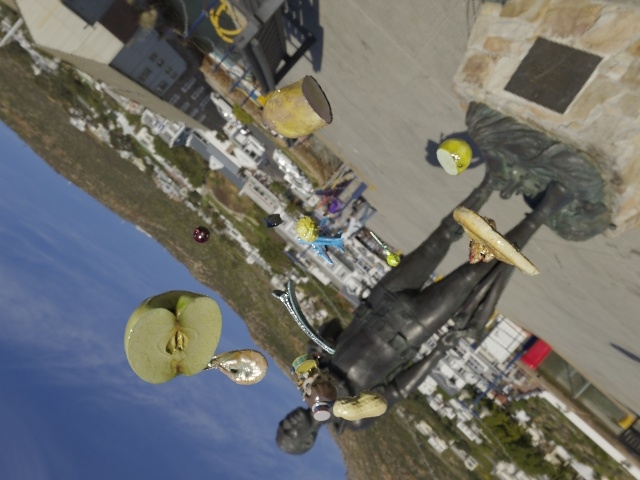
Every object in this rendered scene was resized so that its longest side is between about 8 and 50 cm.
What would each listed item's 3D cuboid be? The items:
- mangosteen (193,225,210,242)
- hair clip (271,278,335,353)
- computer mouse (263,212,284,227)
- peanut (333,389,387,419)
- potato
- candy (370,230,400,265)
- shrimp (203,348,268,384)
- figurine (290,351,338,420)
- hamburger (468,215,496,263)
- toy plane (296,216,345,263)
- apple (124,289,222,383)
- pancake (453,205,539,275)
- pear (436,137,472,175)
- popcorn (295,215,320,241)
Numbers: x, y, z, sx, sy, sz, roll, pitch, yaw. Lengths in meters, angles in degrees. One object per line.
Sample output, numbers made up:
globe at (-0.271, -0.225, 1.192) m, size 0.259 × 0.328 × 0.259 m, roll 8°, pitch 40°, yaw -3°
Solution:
mangosteen at (-0.530, -0.027, 2.086) m, size 0.081 × 0.081 × 0.081 m, roll 42°, pitch -177°, yaw -3°
hair clip at (-0.047, 0.255, 1.489) m, size 0.275 × 0.083 × 0.048 m, roll 55°, pitch -160°, yaw -4°
computer mouse at (-0.249, -0.112, 2.417) m, size 0.172 × 0.099 × 0.057 m, roll -140°, pitch 29°, yaw -69°
peanut at (0.152, 0.631, 1.774) m, size 0.214 × 0.098 × 0.090 m, roll -6°, pitch -166°, yaw -15°
potato at (-0.110, -0.514, 1.861) m, size 0.229 × 0.266 × 0.229 m, roll 32°, pitch -134°, yaw -40°
candy at (0.282, 0.034, 2.054) m, size 0.194 × 0.058 × 0.062 m, roll 50°, pitch 148°, yaw -5°
shrimp at (-0.397, 0.594, 2.154) m, size 0.077 × 0.317 × 0.168 m, roll 2°, pitch -101°, yaw -83°
figurine at (-0.017, 0.602, 1.918) m, size 0.275 × 0.161 × 0.158 m, roll 53°, pitch 176°, yaw 39°
hamburger at (0.768, 0.004, 2.203) m, size 0.107 × 0.230 × 0.231 m, roll 7°, pitch 178°, yaw 9°
toy plane at (0.000, 0.000, 2.390) m, size 0.271 × 0.254 × 0.105 m, roll 1°, pitch 161°, yaw -20°
apple at (-0.580, 0.383, 1.830) m, size 0.320 × 0.360 × 0.311 m, roll 9°, pitch -157°, yaw 4°
pancake at (0.648, 0.006, 1.738) m, size 0.387 × 0.082 × 0.387 m, roll 37°, pitch -169°, yaw -9°
pear at (0.516, -0.324, 1.760) m, size 0.141 × 0.104 × 0.141 m, roll 58°, pitch 176°, yaw 7°
popcorn at (-0.050, -0.050, 2.072) m, size 0.116 × 0.120 × 0.106 m, roll -5°, pitch -165°, yaw -33°
